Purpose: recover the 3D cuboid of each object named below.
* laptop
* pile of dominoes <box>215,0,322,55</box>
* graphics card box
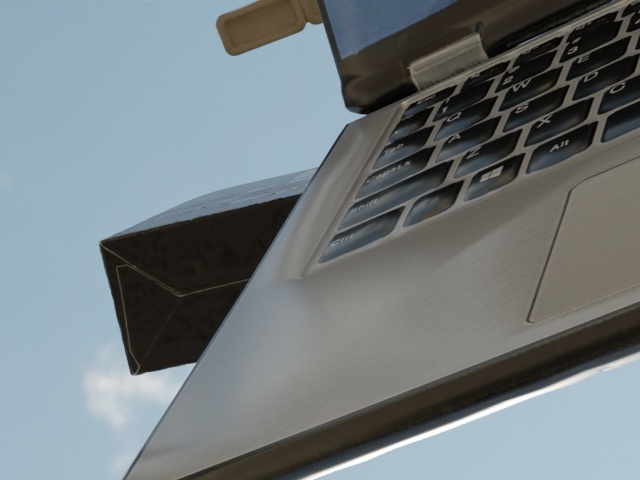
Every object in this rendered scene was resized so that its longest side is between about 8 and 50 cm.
[{"bbox_3d":[0.105,-0.172,0.518,0.236,0.382,0.408,58,-153,-15],"label":"laptop"},{"bbox_3d":[0.002,-0.251,1.237,0.251,0.040,0.196,-21,-73,1],"label":"pile of dominoes"},{"bbox_3d":[0.000,0.000,1.272,0.233,0.371,0.094,-12,-87,4],"label":"graphics card box"}]
